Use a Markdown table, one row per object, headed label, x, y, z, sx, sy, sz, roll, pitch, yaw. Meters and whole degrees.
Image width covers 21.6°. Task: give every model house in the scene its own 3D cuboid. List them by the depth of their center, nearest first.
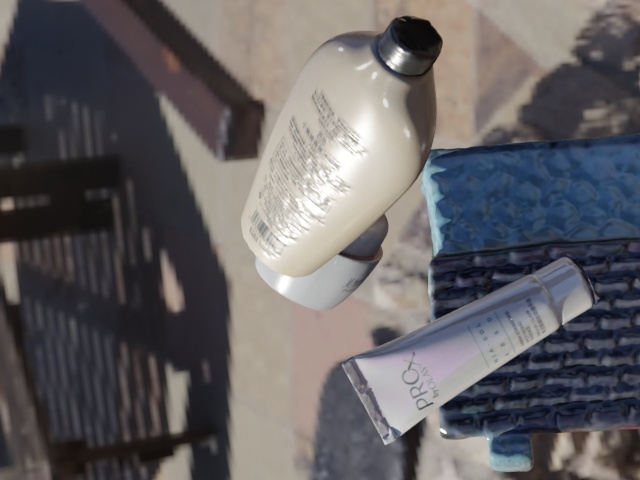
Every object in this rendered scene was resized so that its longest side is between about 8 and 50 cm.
| label | x | y | z | sx | sy | sz | roll | pitch | yaw |
| --- | --- | --- | --- | --- | --- | --- | --- | --- | --- |
| model house | 0.300 | 0.096 | 1.858 | 0.297 | 0.360 | 0.339 | 80 | -172 | -57 |

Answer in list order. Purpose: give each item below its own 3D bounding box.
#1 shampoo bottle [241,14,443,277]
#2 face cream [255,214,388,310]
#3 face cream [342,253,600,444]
| label | x | y | z | sx | sy | sz | roll | pitch | yaw |
| --- | --- | --- | --- | --- | --- | --- | --- | --- | --- |
| shampoo bottle | 0.019 | -0.075 | 1.279 | 0.127 | 0.078 | 0.257 | 56 | 141 | 18 |
| face cream | 0.000 | 0.000 | 1.603 | 0.104 | 0.117 | 0.117 | -59 | 43 | 20 |
| face cream | 0.145 | 0.094 | 1.585 | 0.092 | 0.244 | 0.058 | 62 | 173 | -12 |
